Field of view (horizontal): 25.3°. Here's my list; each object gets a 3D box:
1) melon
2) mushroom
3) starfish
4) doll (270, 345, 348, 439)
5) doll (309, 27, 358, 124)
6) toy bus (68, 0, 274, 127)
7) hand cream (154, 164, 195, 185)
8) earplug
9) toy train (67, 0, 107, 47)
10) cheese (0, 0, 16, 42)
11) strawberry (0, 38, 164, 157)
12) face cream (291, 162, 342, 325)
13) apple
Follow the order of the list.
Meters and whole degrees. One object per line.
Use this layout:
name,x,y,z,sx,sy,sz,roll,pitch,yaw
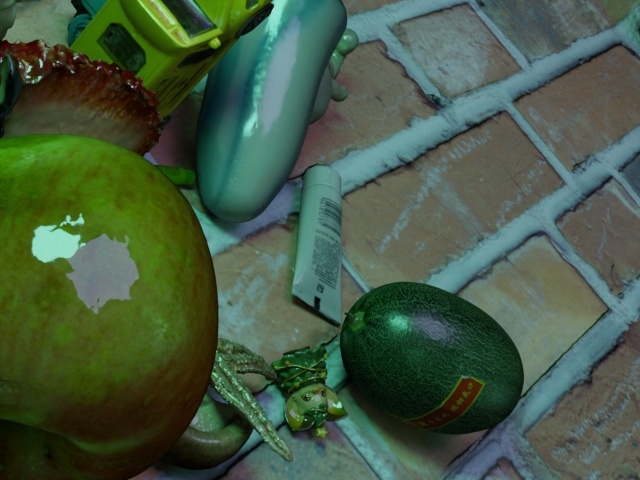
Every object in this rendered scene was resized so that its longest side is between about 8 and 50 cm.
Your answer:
melon,0.137,0.150,1.840,0.288,0.182,0.182,29,37,-27
mushroom,-0.170,0.187,1.539,0.210,0.072,0.094,31,32,-26
starfish,-0.116,0.129,1.608,0.295,0.048,0.231,43,11,11
doll,-0.020,0.186,1.748,0.078,0.077,0.113,-12,94,-27
doll,-0.034,-0.242,2.129,0.155,0.113,0.275,35,41,-3
toy bus,-0.207,-0.235,1.706,0.144,0.330,0.152,50,35,3
hand cream,-0.213,-0.086,1.825,0.122,0.023,0.036,6,31,-45
earplug,-0.085,-0.177,1.895,0.185,0.185,0.323,26,65,-30
toy train,-0.239,-0.270,1.870,0.198,0.154,0.107,52,36,5
cheese,-0.452,-0.293,1.451,0.292,0.332,0.153,5,70,-34
strawberry,-0.320,-0.119,1.585,0.138,0.233,0.306,37,14,23
face cream,0.000,0.000,1.960,0.092,0.058,0.243,34,40,-31
apple,-0.258,0.068,1.330,0.340,0.339,0.339,30,36,-26
